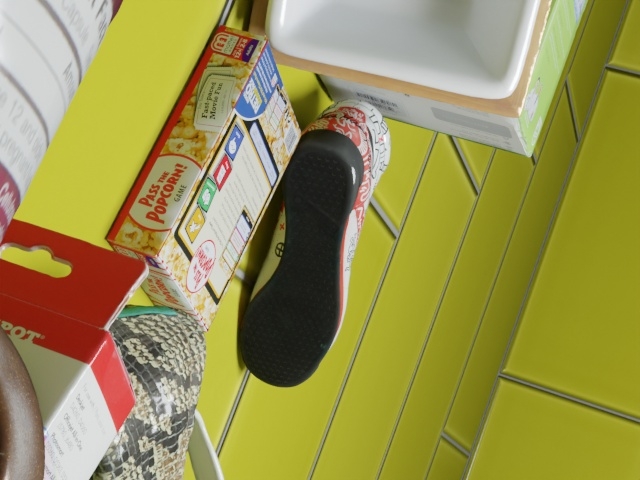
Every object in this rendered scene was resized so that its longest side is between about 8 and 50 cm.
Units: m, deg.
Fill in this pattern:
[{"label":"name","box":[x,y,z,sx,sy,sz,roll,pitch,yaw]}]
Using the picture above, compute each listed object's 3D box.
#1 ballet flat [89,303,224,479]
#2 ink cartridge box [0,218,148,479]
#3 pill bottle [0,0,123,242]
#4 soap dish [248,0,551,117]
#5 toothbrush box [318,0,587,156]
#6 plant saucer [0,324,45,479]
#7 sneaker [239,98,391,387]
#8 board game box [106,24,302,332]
[{"label":"ballet flat","box":[-0.140,0.264,0.923,0.182,0.164,0.483,-13,119,-41]},{"label":"ink cartridge box","box":[-0.193,0.100,0.703,0.231,0.134,0.078,-59,156,-32]},{"label":"pill bottle","box":[-0.194,-0.066,0.418,0.224,0.224,0.392,60,50,-65]},{"label":"soap dish","box":[0.080,-0.264,1.035,0.118,0.228,0.291,-80,-177,-75]},{"label":"toothbrush box","box":[0.138,-0.247,1.219,0.122,0.206,0.283,47,62,-68]},{"label":"plant saucer","box":[-0.211,0.090,0.584,0.036,0.198,0.199,-29,-155,53]},{"label":"sneaker","box":[0.001,0.000,1.229,0.145,0.090,0.270,-58,163,-58]},{"label":"board game box","box":[-0.083,-0.045,1.023,0.147,0.045,0.193,69,42,-62]}]
